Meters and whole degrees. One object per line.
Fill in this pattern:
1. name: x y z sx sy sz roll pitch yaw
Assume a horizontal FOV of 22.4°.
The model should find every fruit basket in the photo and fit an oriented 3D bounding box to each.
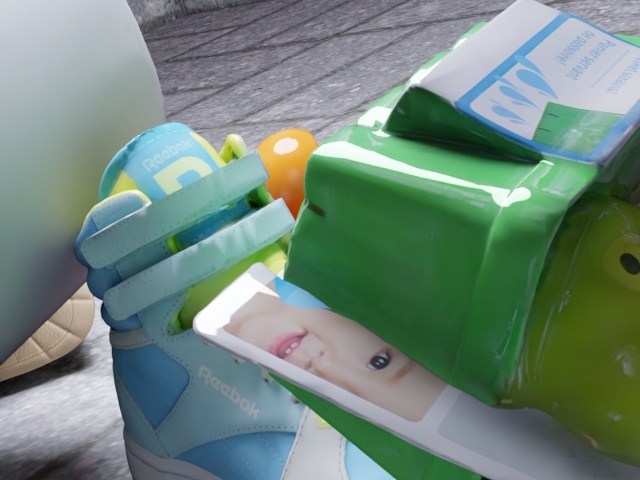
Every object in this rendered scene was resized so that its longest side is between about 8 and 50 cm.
1. fruit basket: 0.176 0.025 0.647 0.353 0.165 0.327 17 30 22

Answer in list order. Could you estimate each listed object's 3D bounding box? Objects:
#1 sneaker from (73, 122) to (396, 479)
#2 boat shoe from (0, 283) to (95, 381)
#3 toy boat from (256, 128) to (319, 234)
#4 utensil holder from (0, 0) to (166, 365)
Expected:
1. sneaker: -0.019 0.043 0.796 0.127 0.208 0.319 -29 21 -37
2. boat shoe: -0.301 0.080 1.211 0.285 0.103 0.092 -20 3 2
3. toy boat: 0.000 0.000 1.030 0.151 0.151 0.231 0 23 47
4. utensil holder: -0.311 -0.010 0.858 0.327 0.328 0.385 -5 29 40
